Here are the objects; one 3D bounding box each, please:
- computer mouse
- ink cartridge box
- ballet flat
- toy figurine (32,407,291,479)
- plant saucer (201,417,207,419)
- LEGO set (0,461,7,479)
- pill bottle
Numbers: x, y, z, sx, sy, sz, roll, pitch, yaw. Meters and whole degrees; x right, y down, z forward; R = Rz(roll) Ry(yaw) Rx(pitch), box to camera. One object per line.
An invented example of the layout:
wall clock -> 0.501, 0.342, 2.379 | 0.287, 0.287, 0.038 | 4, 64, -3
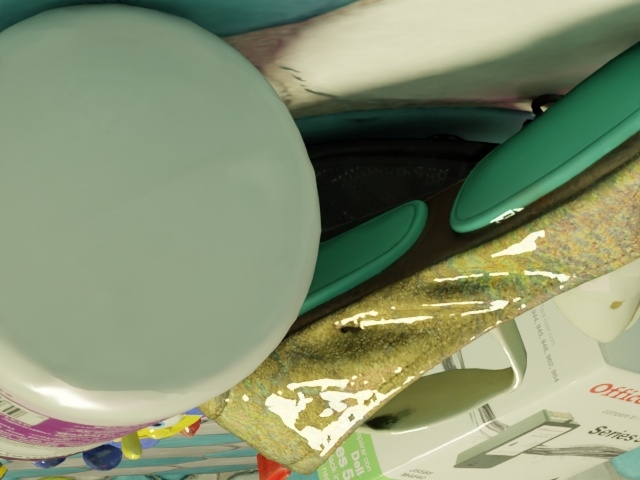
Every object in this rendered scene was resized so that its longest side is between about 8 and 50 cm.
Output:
computer mouse -> 0.035, -0.025, 1.065 | 0.272, 0.072, 0.188 | -18, 166, 8
ink cartridge box -> 0.151, 0.113, 1.505 | 0.273, 0.114, 0.198 | -30, 152, 32
ballet flat -> 0.084, 0.016, 0.928 | 0.348, 0.123, 0.123 | -31, 157, 30
toy figurine -> -0.155, 0.063, 1.211 | 0.363, 0.191, 0.217 | 7, 155, -22
plant saucer -> -0.172, 0.108, 1.600 | 0.332, 0.084, 0.332 | -10, 170, -2
LEGO set -> -0.476, 0.251, 1.897 | 0.255, 0.331, 0.192 | 14, 148, 44
pill bottle -> -0.123, 0.012, 0.888 | 0.169, 0.169, 0.301 | -1, 170, -20
